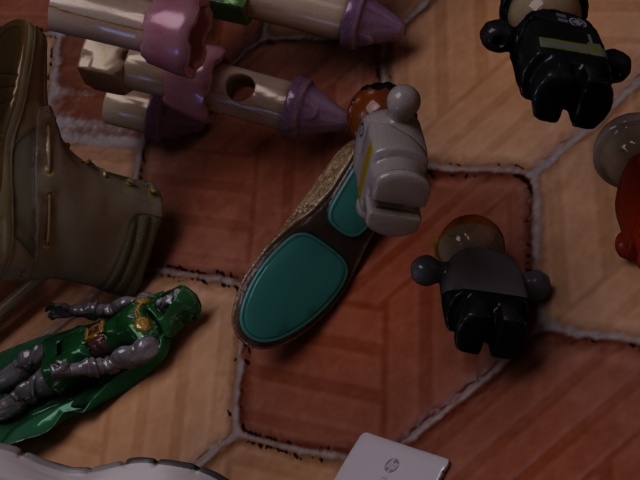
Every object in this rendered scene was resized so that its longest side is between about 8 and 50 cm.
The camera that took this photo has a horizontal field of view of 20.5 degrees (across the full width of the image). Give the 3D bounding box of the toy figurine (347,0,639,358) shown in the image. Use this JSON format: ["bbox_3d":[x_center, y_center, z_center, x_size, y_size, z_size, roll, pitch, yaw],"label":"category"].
[{"bbox_3d":[0.131,-0.051,1.186,0.209,0.213,0.148,-31,32,17],"label":"toy figurine"}]

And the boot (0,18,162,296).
[{"bbox_3d":[-0.208,-0.064,1.459,0.077,0.165,0.213,-5,78,50],"label":"boot"}]

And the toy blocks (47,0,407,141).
[{"bbox_3d":[-0.043,-0.216,1.505,0.260,0.309,0.288,14,73,8],"label":"toy blocks"}]

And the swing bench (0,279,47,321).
[{"bbox_3d":[-0.400,-0.001,1.515,0.253,0.254,0.165,-41,42,6],"label":"swing bench"}]

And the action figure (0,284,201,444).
[{"bbox_3d":[-0.198,0.094,1.439,0.232,0.063,0.137,-26,39,13],"label":"action figure"}]

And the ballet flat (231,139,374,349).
[{"bbox_3d":[0.000,0.000,1.369,0.206,0.073,0.067,-50,13,-13],"label":"ballet flat"}]

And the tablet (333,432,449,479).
[{"bbox_3d":[0.046,0.164,1.219,0.083,0.006,0.054,13,64,44],"label":"tablet"}]

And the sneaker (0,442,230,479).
[{"bbox_3d":[-0.199,0.216,1.245,0.297,0.111,0.129,2,63,15],"label":"sneaker"}]
